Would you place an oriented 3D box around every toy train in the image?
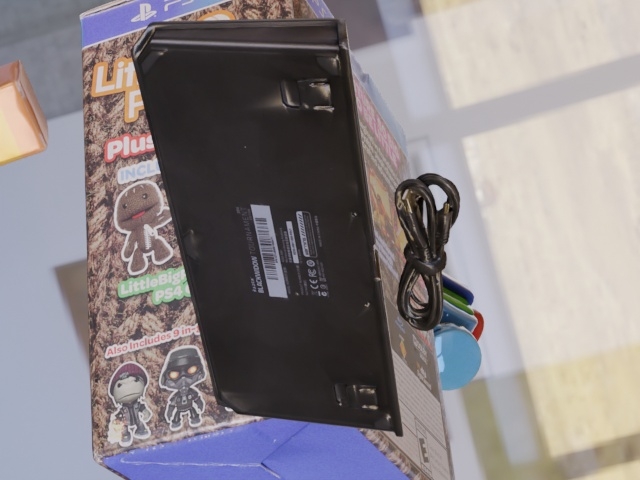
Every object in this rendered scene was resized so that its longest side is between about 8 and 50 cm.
[{"bbox_3d":[0.047,0.147,1.242,0.105,0.248,0.143,30,12,-13],"label":"toy train"}]

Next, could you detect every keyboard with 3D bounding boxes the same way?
[{"bbox_3d":[0.000,0.000,0.537,0.023,0.108,0.180,-65,153,-47],"label":"keyboard"}]

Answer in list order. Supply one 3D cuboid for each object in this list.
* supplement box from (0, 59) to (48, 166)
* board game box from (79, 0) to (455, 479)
[{"bbox_3d":[-0.380,-0.091,1.398,0.080,0.233,0.078,-116,-174,-63],"label":"supplement box"},{"bbox_3d":[-0.029,0.017,0.903,0.232,0.141,0.291,51,29,-57],"label":"board game box"}]
